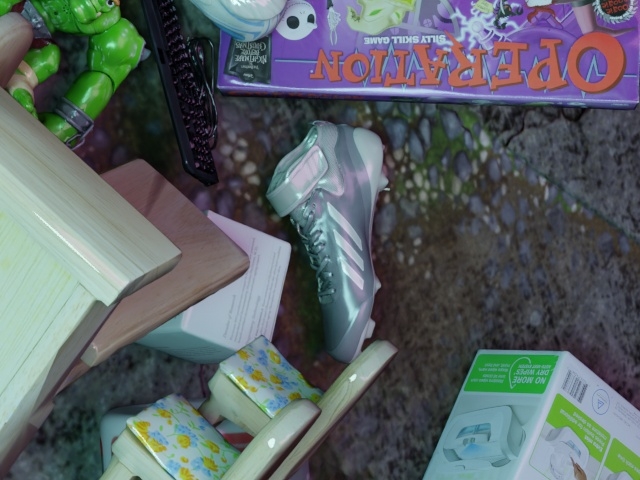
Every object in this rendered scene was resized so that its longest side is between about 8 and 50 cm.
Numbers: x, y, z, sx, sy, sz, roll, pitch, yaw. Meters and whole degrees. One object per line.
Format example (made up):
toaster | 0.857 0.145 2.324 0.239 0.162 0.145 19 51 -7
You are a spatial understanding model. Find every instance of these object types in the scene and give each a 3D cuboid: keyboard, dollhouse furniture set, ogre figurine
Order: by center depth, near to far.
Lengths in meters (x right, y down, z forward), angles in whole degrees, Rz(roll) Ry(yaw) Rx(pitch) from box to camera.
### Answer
dollhouse furniture set | -0.152 0.006 1.101 0.362 0.256 0.394 42 27 8
ogre figurine | -0.210 -0.171 1.350 0.118 0.097 0.197 -36 94 -15
keyboard | -0.105 -0.141 1.422 0.100 0.038 0.192 32 43 -79

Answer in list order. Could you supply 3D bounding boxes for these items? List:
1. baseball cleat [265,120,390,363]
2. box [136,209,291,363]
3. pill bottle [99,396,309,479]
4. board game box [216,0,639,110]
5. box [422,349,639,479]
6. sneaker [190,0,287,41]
baseball cleat | 0.000 0.000 1.526 0.109 0.072 0.206 10 76 -23
box | -0.094 0.039 1.417 0.087 0.101 0.102 22 73 -35
pill bottle | -0.083 0.268 1.375 0.161 0.161 0.283 -3 90 -38
board game box | 0.092 -0.217 1.477 0.347 0.056 0.208 2 88 4
box | 0.226 0.263 1.638 0.262 0.127 0.231 38 66 -31
sneaker | -0.112 -0.259 1.426 0.085 0.086 0.237 -32 84 -27
